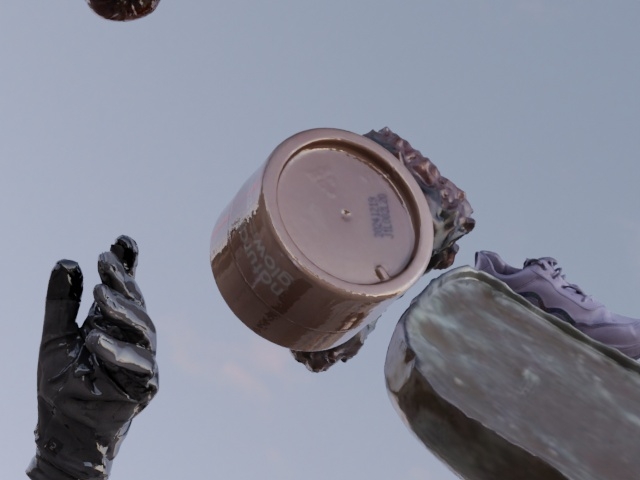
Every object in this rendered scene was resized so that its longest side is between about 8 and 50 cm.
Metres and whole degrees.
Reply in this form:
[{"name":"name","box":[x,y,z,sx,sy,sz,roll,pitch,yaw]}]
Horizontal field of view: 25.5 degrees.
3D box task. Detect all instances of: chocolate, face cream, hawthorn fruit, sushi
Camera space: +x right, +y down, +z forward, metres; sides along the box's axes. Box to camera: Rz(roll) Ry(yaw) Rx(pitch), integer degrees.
[{"name":"chocolate","box":[0.146,0.126,0.816,0.254,0.157,0.080,32,-59,10]},{"name":"face cream","box":[0.000,0.000,1.099,0.149,0.149,0.104,33,-37,-9]},{"name":"hawthorn fruit","box":[-0.147,-0.201,1.048,0.077,0.077,0.077,13,-44,12]},{"name":"sushi","box":[0.042,0.011,1.572,0.171,0.270,0.236,44,-16,13]}]

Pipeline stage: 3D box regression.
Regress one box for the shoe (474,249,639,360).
[{"name":"shoe","box":[0.291,0.083,1.734,0.245,0.095,0.138,3,-75,22]}]

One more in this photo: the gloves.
[{"name":"gloves","box":[-0.227,0.124,1.389,0.142,0.119,0.285,27,-64,19]}]
